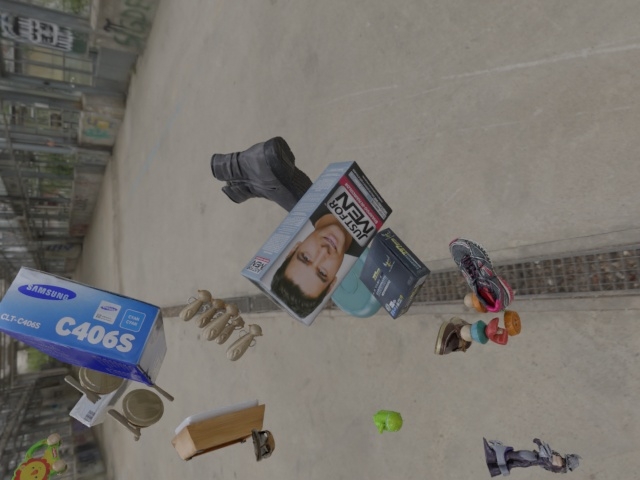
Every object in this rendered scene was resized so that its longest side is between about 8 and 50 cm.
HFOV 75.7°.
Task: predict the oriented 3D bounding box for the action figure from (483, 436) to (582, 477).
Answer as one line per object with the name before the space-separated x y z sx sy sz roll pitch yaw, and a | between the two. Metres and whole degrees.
action figure | 0.681 0.698 1.324 0.099 0.285 0.185 -78 -28 -47

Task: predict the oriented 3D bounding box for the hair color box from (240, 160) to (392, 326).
hair color box | 0.000 0.000 1.023 0.374 0.185 0.113 -52 30 -17

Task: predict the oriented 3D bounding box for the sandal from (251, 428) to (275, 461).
sandal | -0.162 0.610 1.232 0.219 0.060 0.090 80 171 -58

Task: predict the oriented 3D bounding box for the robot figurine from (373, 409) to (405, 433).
robot figurine | 0.236 0.626 1.432 0.115 0.101 0.067 -21 79 49

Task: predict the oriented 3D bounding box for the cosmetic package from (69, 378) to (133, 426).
cosmetic package | -0.475 0.312 0.980 0.239 0.060 0.099 -58 -1 -23

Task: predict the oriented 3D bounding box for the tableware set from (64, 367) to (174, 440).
tableware set | -0.415 0.320 0.853 0.194 0.128 0.039 37 110 3

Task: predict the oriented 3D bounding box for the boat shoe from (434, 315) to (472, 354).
boat shoe | 0.586 0.414 1.762 0.123 0.342 0.123 14 100 32

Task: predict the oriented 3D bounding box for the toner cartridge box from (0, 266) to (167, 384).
toner cartridge box | -0.327 0.150 0.620 0.348 0.165 0.075 130 156 -61

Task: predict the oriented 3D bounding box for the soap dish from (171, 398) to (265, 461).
soap dish | -0.362 0.682 1.482 0.229 0.291 0.118 -50 53 43

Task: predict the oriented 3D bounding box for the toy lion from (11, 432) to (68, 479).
toy lion | -0.604 0.483 0.884 0.100 0.096 0.034 50 142 33

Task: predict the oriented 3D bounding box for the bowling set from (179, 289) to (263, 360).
bowling set | -0.364 0.281 1.504 0.154 0.287 0.200 -47 16 -9

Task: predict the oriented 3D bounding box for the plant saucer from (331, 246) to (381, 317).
plant saucer | 0.118 0.155 1.611 0.317 0.044 0.317 14 110 45

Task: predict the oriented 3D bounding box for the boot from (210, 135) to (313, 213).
boot | -0.147 -0.140 1.191 0.223 0.338 0.118 -11 40 23

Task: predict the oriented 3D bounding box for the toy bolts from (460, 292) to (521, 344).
toy bolts | 0.636 0.313 1.570 0.158 0.228 0.218 -17 117 44

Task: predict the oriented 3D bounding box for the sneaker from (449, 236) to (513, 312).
sneaker | 0.568 0.117 1.472 0.299 0.112 0.121 55 131 17

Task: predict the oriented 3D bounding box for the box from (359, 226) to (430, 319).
box | 0.212 0.103 1.232 0.183 0.059 0.232 51 149 27
